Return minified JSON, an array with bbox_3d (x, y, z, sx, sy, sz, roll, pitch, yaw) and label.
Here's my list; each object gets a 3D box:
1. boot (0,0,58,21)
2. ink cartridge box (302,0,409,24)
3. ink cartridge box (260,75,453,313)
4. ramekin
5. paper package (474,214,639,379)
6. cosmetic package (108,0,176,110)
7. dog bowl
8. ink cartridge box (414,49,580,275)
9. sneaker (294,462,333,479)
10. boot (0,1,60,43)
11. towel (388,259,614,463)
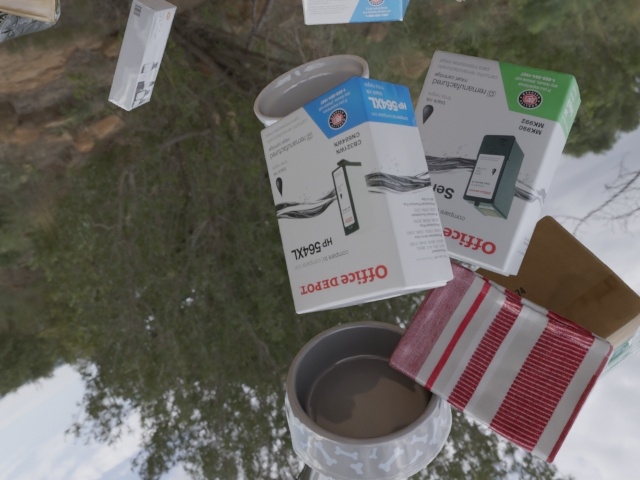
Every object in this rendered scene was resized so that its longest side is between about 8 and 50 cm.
[{"bbox_3d":[-0.548,-0.384,0.909,0.269,0.089,0.236,6,180,-24],"label":"boot"},{"bbox_3d":[0.031,-0.279,0.529,0.092,0.143,0.090,3,-145,14],"label":"ink cartridge box"},{"bbox_3d":[0.032,-0.038,0.601,0.148,0.203,0.086,-20,169,43],"label":"ink cartridge box"},{"bbox_3d":[-0.003,-0.304,1.377,0.277,0.135,0.277,-16,-143,12],"label":"ramekin"},{"bbox_3d":[0.466,0.167,1.252,0.325,0.309,0.168,-40,139,9],"label":"paper package"},{"bbox_3d":[-0.398,-0.417,1.326,0.239,0.060,0.099,-62,-179,31],"label":"cosmetic package"},{"bbox_3d":[0.089,0.302,1.184,0.348,0.102,0.349,-5,-142,4],"label":"dog bowl"},{"bbox_3d":[0.236,-0.113,0.897,0.211,0.289,0.121,20,-176,26],"label":"ink cartridge box"},{"bbox_3d":[0.009,0.564,1.387,0.129,0.297,0.111,18,179,-18],"label":"sneaker"},{"bbox_3d":[-0.643,-0.510,1.294,0.189,0.076,0.208,-34,-170,37],"label":"boot"},{"bbox_3d":[0.315,0.207,1.067,0.237,0.329,0.037,-60,155,-2],"label":"towel"}]
